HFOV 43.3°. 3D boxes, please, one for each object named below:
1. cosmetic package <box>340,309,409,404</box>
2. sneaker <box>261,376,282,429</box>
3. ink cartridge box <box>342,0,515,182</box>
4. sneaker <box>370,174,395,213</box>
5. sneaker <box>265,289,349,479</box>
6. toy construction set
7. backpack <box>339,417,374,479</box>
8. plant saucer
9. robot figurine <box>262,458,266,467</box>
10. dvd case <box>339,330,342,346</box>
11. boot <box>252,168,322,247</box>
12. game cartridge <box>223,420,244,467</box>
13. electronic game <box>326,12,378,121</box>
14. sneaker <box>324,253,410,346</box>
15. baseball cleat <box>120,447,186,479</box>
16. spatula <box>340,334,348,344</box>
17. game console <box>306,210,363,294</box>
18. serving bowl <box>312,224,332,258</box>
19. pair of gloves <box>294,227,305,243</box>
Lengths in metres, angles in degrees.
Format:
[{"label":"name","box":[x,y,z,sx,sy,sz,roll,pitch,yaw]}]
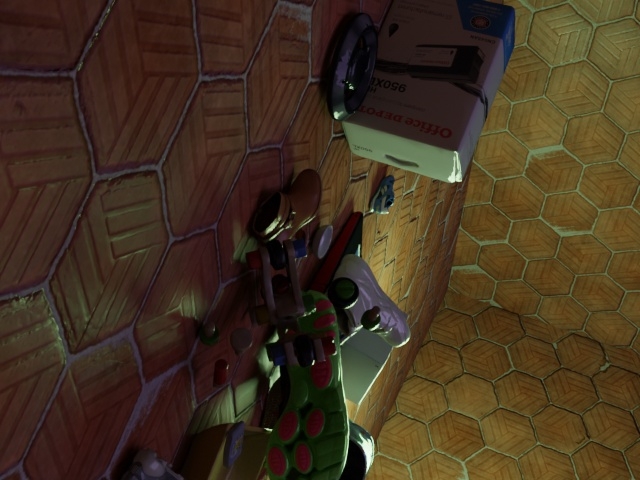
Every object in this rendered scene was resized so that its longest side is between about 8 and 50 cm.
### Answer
[{"label":"cosmetic package","box":[0.131,0.325,2.398,0.225,0.138,0.224,-57,174,-46]},{"label":"sneaker","box":[-0.097,0.400,1.985,0.084,0.069,0.185,-44,156,-72]},{"label":"ink cartridge box","box":[0.256,-0.369,1.881,0.166,0.285,0.395,62,49,-66]},{"label":"sneaker","box":[0.191,-0.128,2.328,0.053,0.059,0.144,82,30,-52]},{"label":"sneaker","box":[-0.015,0.360,1.824,0.202,0.185,0.483,63,31,-72]},{"label":"toy construction set","box":[-0.092,0.173,1.537,0.309,0.257,0.237,-36,165,-23]},{"label":"backpack","box":[0.016,0.577,2.190,0.191,0.253,0.225,-26,132,-67]},{"label":"plant saucer","box":[-0.229,0.529,1.662,0.333,0.081,0.333,53,57,-70]},{"label":"robot figurine","box":[-0.116,0.536,2.030,0.101,0.067,0.115,-40,160,-30]},{"label":"dvd case","box":[0.069,0.224,2.219,0.119,0.013,0.087,91,20,-48]},{"label":"boot","box":[-0.062,-0.072,1.569,0.152,0.073,0.197,49,59,-66]},{"label":"game cartridge","box":[-0.168,0.394,1.552,0.056,0.017,0.083,-37,142,-56]},{"label":"electronic game","box":[0.066,-0.363,1.697,0.229,0.048,0.229,18,90,-73]},{"label":"sneaker","box":[0.106,0.196,2.003,0.292,0.108,0.169,54,48,-23]},{"label":"baseball cleat","box":[-0.296,0.422,1.386,0.109,0.072,0.206,-49,151,-20]},{"label":"spatula","box":[0.022,0.270,2.054,0.296,0.030,0.084,-34,147,-26]},{"label":"game console","box":[0.046,0.159,2.179,0.386,0.060,0.342,90,25,-48]},{"label":"serving bowl","box":[0.000,0.000,1.912,0.083,0.027,0.083,18,90,-73]},{"label":"pair of gloves","box":[-0.061,0.010,1.648,0.010,0.083,0.074,36,35,-31]}]
